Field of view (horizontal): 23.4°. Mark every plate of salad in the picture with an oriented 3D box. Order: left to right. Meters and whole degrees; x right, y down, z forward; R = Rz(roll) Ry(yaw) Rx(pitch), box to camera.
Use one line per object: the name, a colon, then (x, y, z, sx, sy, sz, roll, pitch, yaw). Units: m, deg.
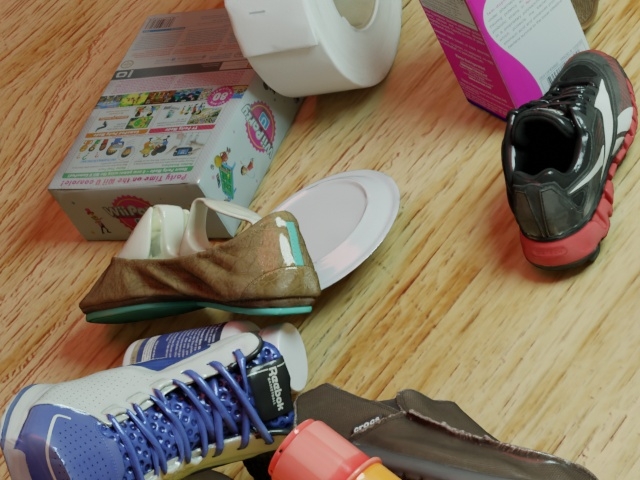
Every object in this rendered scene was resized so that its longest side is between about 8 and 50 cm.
plate of salad: (0.000, 0.000, 1.634, 0.200, 0.048, 0.200, -25, 31, 16)

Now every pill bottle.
pill bottle: (-0.103, 0.130, 1.528, 0.169, 0.094, 0.094, -13, 44, 21)

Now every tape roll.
tape roll: (-0.007, -0.307, 1.765, 0.100, 0.286, 0.286, -5, 47, 26)

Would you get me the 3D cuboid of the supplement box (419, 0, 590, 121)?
supplement box: (0.189, -0.239, 1.624, 0.111, 0.220, 0.114, -41, 41, -12)

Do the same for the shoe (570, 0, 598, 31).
shoe: (0.268, -0.298, 1.765, 0.058, 0.076, 0.219, -50, 26, 38)

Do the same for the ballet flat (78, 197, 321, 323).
ballet flat: (-0.131, 0.020, 1.584, 0.342, 0.116, 0.124, -7, 85, 50)

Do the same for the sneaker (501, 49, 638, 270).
sneaker: (0.245, -0.108, 1.525, 0.097, 0.135, 0.276, -5, 46, 30)

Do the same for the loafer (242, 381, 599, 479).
loafer: (0.092, 0.182, 1.325, 0.366, 0.134, 0.130, 9, 51, 38)

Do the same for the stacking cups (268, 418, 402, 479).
stacking cups: (0.092, 0.259, 1.192, 0.316, 0.096, 0.096, 34, 70, 23)

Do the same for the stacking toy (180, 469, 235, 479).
stacking toy: (-0.078, 0.311, 1.218, 0.350, 0.351, 0.480, -31, 25, 0)

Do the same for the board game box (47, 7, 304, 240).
board game box: (-0.156, -0.144, 1.837, 0.224, 0.097, 0.303, -1, 48, 32)

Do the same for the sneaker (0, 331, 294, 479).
sneaker: (-0.124, 0.144, 1.290, 0.182, 0.127, 0.315, -19, 1, 18)
